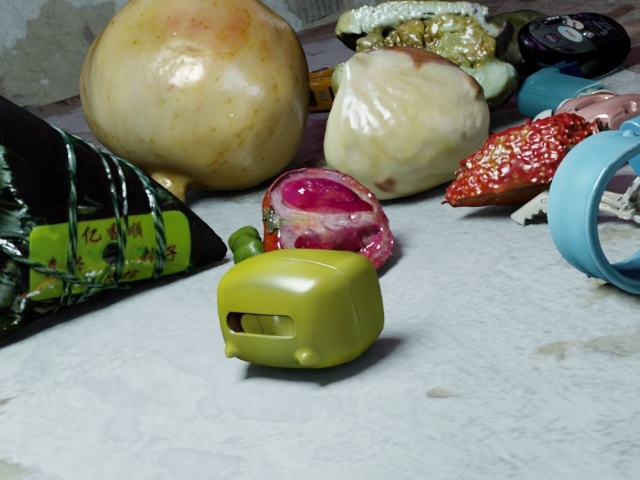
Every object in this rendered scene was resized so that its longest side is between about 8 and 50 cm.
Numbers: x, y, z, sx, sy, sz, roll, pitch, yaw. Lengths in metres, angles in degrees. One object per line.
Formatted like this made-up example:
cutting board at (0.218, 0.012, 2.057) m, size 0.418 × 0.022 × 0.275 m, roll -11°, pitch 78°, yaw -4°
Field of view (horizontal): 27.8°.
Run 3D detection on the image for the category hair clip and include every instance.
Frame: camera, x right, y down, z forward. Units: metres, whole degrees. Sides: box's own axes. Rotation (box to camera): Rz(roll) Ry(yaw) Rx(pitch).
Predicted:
hair clip at (0.328, -0.052, 1.626) m, size 0.226 × 0.072 × 0.034 m, roll 2°, pitch 20°, yaw 46°

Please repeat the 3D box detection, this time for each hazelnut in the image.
hazelnut at (0.112, -0.181, 1.936) m, size 0.261 × 0.241 × 0.261 m, roll -19°, pitch 41°, yaw 17°

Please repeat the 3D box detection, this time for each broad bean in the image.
broad bean at (-0.096, 0.020, 1.789) m, size 0.052 × 0.052 × 0.256 m, roll -58°, pitch 13°, yaw 8°

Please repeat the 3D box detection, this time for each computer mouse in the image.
computer mouse at (0.460, -0.347, 2.373) m, size 0.233 × 0.096 × 0.137 m, roll -12°, pitch 49°, yaw -29°

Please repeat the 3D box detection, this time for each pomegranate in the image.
pomegranate at (-0.209, -0.242, 2.207) m, size 0.411 × 0.412 × 0.411 m, roll -13°, pitch 17°, yaw 4°

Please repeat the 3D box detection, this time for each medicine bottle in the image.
medicine bottle at (0.412, -0.229, 2.107) m, size 0.124 × 0.079 × 0.258 m, roll -19°, pitch 18°, yaw -11°

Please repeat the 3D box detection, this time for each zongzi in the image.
zongzi at (-0.354, -0.071, 1.783) m, size 0.319 × 0.362 × 0.383 m, roll 23°, pitch 34°, yaw 34°

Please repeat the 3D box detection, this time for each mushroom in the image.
mushroom at (0.350, -0.371, 2.524) m, size 0.344 × 0.130 × 0.247 m, roll -29°, pitch 20°, yaw -37°

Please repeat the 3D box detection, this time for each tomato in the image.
tomato at (0.000, 0.000, 1.693) m, size 0.173 × 0.099 × 0.189 m, roll 4°, pitch 51°, yaw -23°

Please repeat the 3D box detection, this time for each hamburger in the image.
hamburger at (0.183, -0.306, 2.255) m, size 0.317 × 0.195 × 0.277 m, roll -1°, pitch -4°, yaw 8°

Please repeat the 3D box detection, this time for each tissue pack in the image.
tissue pack at (-0.029, 0.076, 1.419) m, size 0.178 × 0.123 × 0.127 m, roll 1°, pitch 19°, yaw 39°

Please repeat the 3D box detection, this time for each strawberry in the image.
strawberry at (0.279, -0.105, 1.738) m, size 0.228 × 0.098 × 0.174 m, roll -17°, pitch -11°, yaw 40°

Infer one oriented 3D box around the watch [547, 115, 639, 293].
watch at (0.353, -0.031, 1.393) m, size 0.193 × 0.211 × 0.211 m, roll -33°, pitch 21°, yaw -11°

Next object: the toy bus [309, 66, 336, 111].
toy bus at (0.045, -0.312, 2.667) m, size 0.194 × 0.083 × 0.088 m, roll -2°, pitch 24°, yaw 41°

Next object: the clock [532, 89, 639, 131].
clock at (0.403, -0.172, 1.885) m, size 0.165 × 0.093 × 0.162 m, roll -23°, pitch 24°, yaw -23°

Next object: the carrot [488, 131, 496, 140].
carrot at (0.235, -0.169, 2.118) m, size 0.057 × 0.057 × 0.224 m, roll -26°, pitch 23°, yaw -34°
